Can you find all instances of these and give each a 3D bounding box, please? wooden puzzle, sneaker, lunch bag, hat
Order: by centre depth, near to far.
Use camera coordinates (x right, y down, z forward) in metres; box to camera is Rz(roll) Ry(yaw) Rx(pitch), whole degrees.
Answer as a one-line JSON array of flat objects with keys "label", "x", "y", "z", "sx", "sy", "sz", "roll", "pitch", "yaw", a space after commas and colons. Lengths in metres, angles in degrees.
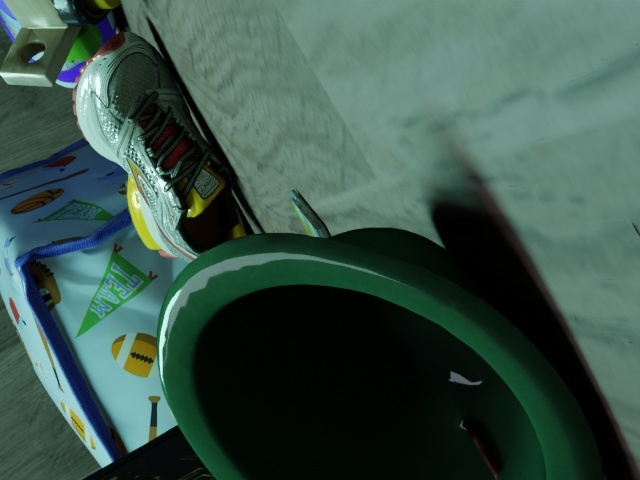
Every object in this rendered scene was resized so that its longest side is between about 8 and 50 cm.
[{"label": "hat", "x": 0.046, "y": 0.017, "z": 0.780, "sx": 0.208, "sy": 0.183, "sz": 0.173, "roll": 8, "pitch": 130, "yaw": 29}, {"label": "wooden puzzle", "x": 0.000, "y": 0.000, "z": 1.164, "sx": 0.049, "sy": 0.006, "sz": 0.083, "roll": 63, "pitch": 173, "yaw": -35}, {"label": "sneaker", "x": -0.114, "y": -0.069, "z": 1.516, "sx": 0.093, "sy": 0.088, "sz": 0.225, "roll": 24, "pitch": 150, "yaw": 44}, {"label": "lunch bag", "x": -0.141, "y": 0.108, "z": 1.818, "sx": 0.328, "sy": 0.239, "sz": 0.385, "roll": -141, "pitch": 29, "yaw": -70}]

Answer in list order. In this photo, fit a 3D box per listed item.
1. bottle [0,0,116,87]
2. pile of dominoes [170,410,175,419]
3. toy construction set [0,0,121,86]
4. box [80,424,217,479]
[{"label": "bottle", "x": -0.230, "y": -0.204, "z": 1.668, "sx": 0.118, "sy": 0.092, "sz": 0.283, "roll": 57, "pitch": 174, "yaw": 11}, {"label": "pile of dominoes", "x": -0.011, "y": 0.218, "z": 1.609, "sx": 0.196, "sy": 0.040, "sz": 0.251, "roll": -16, "pitch": 111, "yaw": 40}, {"label": "toy construction set", "x": -0.265, "y": -0.235, "z": 1.371, "sx": 0.237, "sy": 0.257, "sz": 0.308, "roll": 47, "pitch": -154, "yaw": -48}, {"label": "box", "x": -0.007, "y": 0.215, "z": 0.773, "sx": 0.097, "sy": 0.318, "sz": 0.395, "roll": 63, "pitch": 174, "yaw": -34}]
